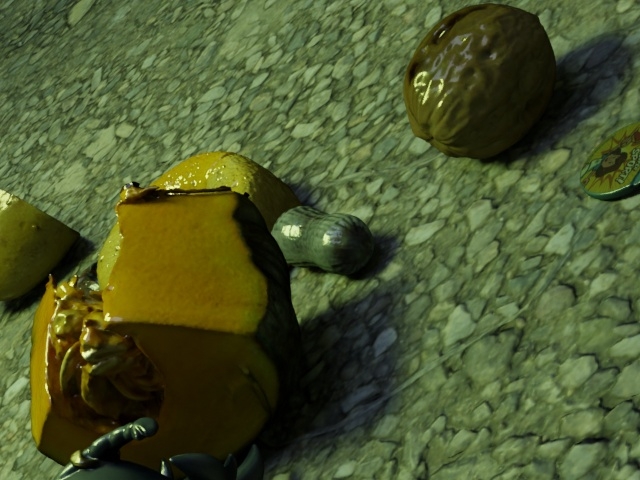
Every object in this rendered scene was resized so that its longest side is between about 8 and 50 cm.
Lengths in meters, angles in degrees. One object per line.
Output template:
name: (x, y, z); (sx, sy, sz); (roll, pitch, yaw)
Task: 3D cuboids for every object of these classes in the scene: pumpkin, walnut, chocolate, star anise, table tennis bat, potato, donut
pumpkin: (-0.161, 0.108, 1.878); (0.303, 0.256, 0.225); (-52, 22, 34)
walnut: (0.177, -0.177, 1.934); (0.184, 0.155, 0.155); (-52, 27, -4)
chocolate: (0.000, 0.000, 2.008); (0.072, 0.072, 0.167); (-52, 30, -15)
star anise: (-0.328, 0.080, 2.361); (0.129, 0.056, 0.124); (-33, 17, 16)
table tennis bat: (0.314, -0.080, 1.741); (0.100, 0.019, 0.155); (-54, 26, -21)
potato: (-0.452, 0.011, 2.534); (0.203, 0.178, 0.158); (19, 81, 42)
donut: (-0.157, 0.007, 2.175); (0.303, 0.110, 0.303); (-32, 29, 21)

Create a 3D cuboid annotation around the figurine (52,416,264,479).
figurine: (-0.168, 0.280, 1.735); (0.265, 0.175, 0.197); (-33, 50, 18)
